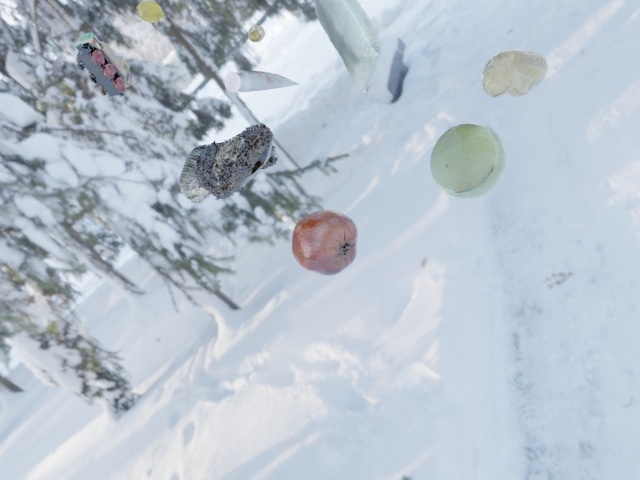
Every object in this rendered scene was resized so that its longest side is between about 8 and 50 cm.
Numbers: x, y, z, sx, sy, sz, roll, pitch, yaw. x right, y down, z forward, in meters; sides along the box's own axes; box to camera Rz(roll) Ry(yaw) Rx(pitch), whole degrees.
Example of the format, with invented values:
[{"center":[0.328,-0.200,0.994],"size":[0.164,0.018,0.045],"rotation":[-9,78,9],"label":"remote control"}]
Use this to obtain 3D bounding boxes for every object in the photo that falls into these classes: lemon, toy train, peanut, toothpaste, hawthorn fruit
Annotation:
[{"center":[-0.504,-0.678,1.693],"size":[0.062,0.083,0.062],"rotation":[-167,90,-79],"label":"lemon"},{"center":[-0.437,-0.355,1.149],"size":[0.050,0.138,0.086],"rotation":[-9,59,15],"label":"toy train"},{"center":[0.735,-0.644,2.181],"size":[0.158,0.340,0.174],"rotation":[55,136,33],"label":"peanut"},{"center":[-0.181,-0.502,1.792],"size":[0.323,0.100,0.066],"rotation":[-29,-39,-58],"label":"toothpaste"},{"center":[0.000,0.000,1.531],"size":[0.200,0.179,0.179],"rotation":[21,68,49],"label":"hawthorn fruit"}]

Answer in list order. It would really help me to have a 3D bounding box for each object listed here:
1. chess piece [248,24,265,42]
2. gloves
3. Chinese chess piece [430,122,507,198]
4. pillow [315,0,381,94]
[{"center":[-0.245,-0.786,2.175],"size":[0.066,0.066,0.122],"rotation":[-43,20,14],"label":"chess piece"},{"center":[-0.233,-0.203,1.498],"size":[0.313,0.135,0.210],"rotation":[-5,38,46],"label":"gloves"},{"center":[0.366,-0.197,1.414],"size":[0.189,0.083,0.188],"rotation":[-7,78,35],"label":"Chinese chess piece"},{"center":[0.058,-0.448,1.229],"size":[0.078,0.253,0.144],"rotation":[-21,-19,-17],"label":"pillow"}]
